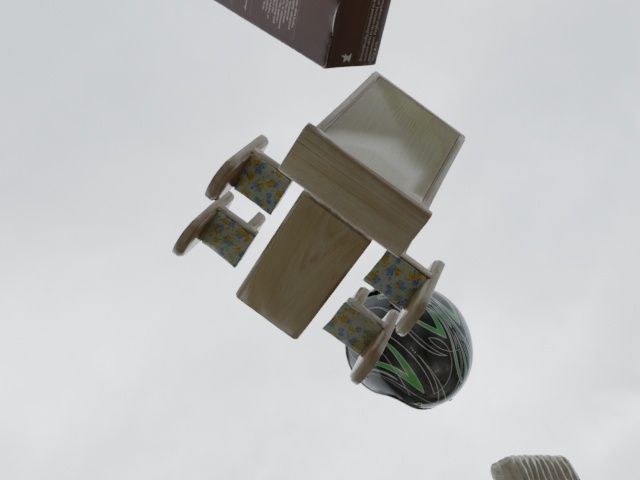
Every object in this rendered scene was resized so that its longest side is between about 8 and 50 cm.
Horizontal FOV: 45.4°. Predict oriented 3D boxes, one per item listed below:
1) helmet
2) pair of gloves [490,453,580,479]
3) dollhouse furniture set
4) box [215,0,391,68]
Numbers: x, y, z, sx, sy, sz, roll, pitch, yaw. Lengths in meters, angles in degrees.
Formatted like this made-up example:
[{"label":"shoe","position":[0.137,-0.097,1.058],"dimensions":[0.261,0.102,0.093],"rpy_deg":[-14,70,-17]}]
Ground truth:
[{"label":"helmet","position":[0.132,0.146,1.069],"dimensions":[0.169,0.161,0.170],"rpy_deg":[-15,-70,-46]},{"label":"pair of gloves","position":[0.214,0.224,0.445],"dimensions":[0.240,0.204,0.042],"rpy_deg":[17,-47,-29]},{"label":"dollhouse furniture set","position":[0.000,0.000,0.649],"dimensions":[0.212,0.161,0.242],"rpy_deg":[36,-57,1]},{"label":"box","position":[-0.040,-0.489,1.458],"dimensions":[0.143,0.381,0.191],"rpy_deg":[-13,-50,-37]}]
